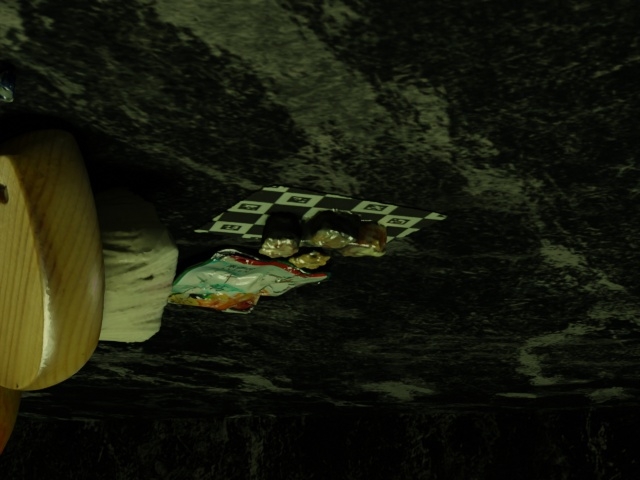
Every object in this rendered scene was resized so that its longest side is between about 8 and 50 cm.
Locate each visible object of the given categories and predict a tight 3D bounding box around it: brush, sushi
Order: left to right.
[{"bbox_3d":[-0.223,0.000,1.028,0.166,0.174,0.267,-27,151,-41],"label":"brush"},{"bbox_3d":[0.000,0.000,1.205,0.210,0.040,0.192,8,163,-26],"label":"sushi"}]

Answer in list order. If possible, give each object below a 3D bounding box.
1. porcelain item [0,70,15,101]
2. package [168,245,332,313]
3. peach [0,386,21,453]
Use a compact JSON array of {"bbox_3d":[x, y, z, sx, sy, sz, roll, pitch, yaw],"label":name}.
[{"bbox_3d":[-0.283,-0.119,0.803,0.136,0.021,0.075,1,165,-2],"label":"porcelain item"},{"bbox_3d":[-0.112,0.057,1.431,0.166,0.040,0.232,13,160,-37],"label":"package"},{"bbox_3d":[-0.480,0.136,1.146,0.370,0.370,0.370,1,165,0],"label":"peach"}]
